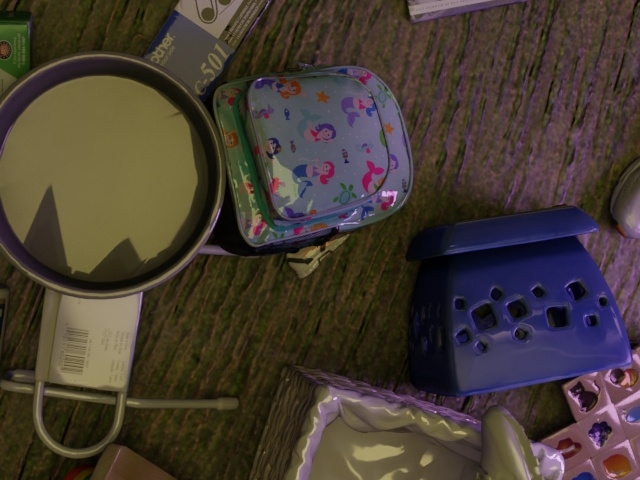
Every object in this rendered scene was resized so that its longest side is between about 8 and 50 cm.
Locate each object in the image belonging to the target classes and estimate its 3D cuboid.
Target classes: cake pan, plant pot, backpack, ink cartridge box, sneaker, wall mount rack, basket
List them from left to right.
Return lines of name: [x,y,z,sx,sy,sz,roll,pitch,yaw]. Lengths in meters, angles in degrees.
ink cartridge box: [-0.455,-0.202,1.705,0.208,0.087,0.153,2,109,-10]
cake pan: [-0.259,-0.076,1.667,0.293,0.054,0.293,0,86,-6]
wall mount rack: [-0.234,0.096,1.767,0.304,0.130,0.350,9,93,-7]
ink cartridge box: [-0.141,-0.273,1.788,0.097,0.046,0.207,33,89,-10]
backpack: [-0.010,-0.107,1.745,0.254,0.191,0.225,-9,84,-28]
sneaker: [0.000,0.000,1.836,0.109,0.040,0.044,-44,98,-4]
basket: [0.078,0.351,1.759,0.331,0.266,0.328,17,91,-12]
sneaker: [0.210,0.304,1.609,0.095,0.090,0.235,-14,97,-1]
plant pot: [0.234,0.073,1.790,0.236,0.236,0.212,-9,89,-9]
sneaker: [0.501,-0.095,1.872,0.262,0.121,0.099,-39,99,-5]

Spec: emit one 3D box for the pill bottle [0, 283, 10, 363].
pill bottle: [-0.441,0.135,1.745,0.094,0.094,0.169,8,93,-10]

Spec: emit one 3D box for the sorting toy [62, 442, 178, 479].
sorting toy: [-0.257,0.405,1.743,0.257,0.089,0.255,45,62,-47]

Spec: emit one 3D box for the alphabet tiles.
alphabet tiles: [0.462,0.307,1.933,0.285,0.011,0.342,-26,105,-8]

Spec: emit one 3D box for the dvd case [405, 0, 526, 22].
dvd case: [0.175,-0.408,1.844,0.165,0.018,0.221,-12,96,-9]

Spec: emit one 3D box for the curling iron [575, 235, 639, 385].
curling iron: [0.375,0.080,1.907,0.068,0.035,0.274,-27,99,-6]
